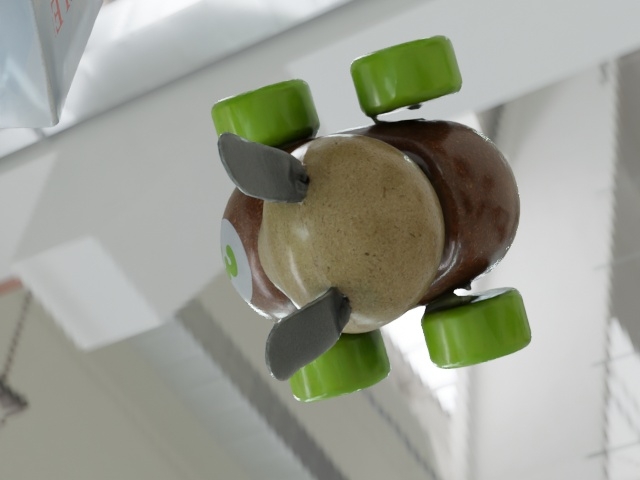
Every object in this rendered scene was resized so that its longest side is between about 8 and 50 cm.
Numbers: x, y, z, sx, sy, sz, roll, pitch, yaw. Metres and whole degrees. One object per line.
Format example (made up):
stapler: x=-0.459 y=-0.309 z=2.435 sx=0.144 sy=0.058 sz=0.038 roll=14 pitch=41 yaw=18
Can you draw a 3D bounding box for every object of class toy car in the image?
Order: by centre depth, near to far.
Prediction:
toy car: x=0.000 y=0.000 z=0.766 sx=0.188 sy=0.149 sz=0.155 roll=-21 pitch=-85 yaw=-67

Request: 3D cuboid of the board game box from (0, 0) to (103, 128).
board game box: x=-0.242 y=-0.157 z=0.765 sx=0.319 sy=0.318 sz=0.066 roll=-83 pitch=-10 yaw=-54
